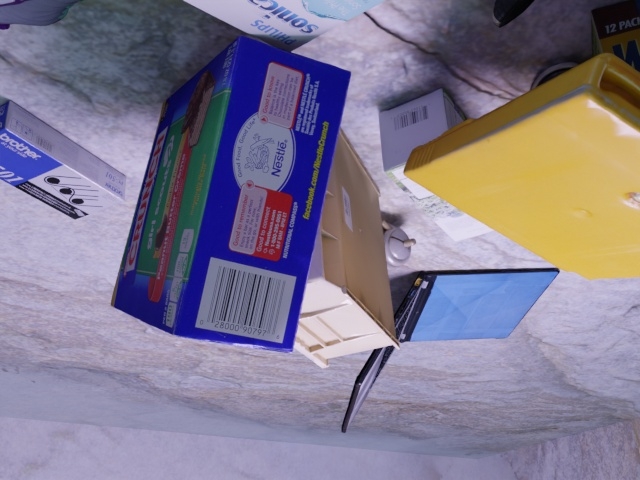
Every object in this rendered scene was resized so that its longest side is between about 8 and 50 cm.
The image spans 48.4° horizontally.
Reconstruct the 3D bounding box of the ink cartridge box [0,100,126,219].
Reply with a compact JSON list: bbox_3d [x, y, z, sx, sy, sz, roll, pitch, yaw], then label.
[{"bbox_3d":[-0.369,-0.100,0.955,0.097,0.046,0.207,-17,149,24],"label":"ink cartridge box"}]

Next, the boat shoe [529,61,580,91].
[{"bbox_3d":[0.305,-0.143,0.913,0.075,0.065,0.206,-6,152,6],"label":"boat shoe"}]

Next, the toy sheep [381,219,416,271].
[{"bbox_3d":[0.103,0.010,1.172,0.091,0.091,0.132,19,164,-36],"label":"toy sheep"}]

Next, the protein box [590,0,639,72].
[{"bbox_3d":[0.392,-0.134,0.791,0.136,0.201,0.200,-11,151,17],"label":"protein box"}]

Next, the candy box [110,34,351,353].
[{"bbox_3d":[-0.111,-0.037,0.752,0.122,0.268,0.317,14,173,-23],"label":"candy box"}]

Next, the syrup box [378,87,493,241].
[{"bbox_3d":[0.176,-0.093,0.965,0.093,0.096,0.237,-18,149,28],"label":"syrup box"}]

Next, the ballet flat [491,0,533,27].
[{"bbox_3d":[0.203,-0.275,0.688,0.057,0.049,0.173,-40,165,-24],"label":"ballet flat"}]

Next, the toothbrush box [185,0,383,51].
[{"bbox_3d":[0.017,-0.277,0.509,0.295,0.126,0.216,-21,165,30],"label":"toothbrush box"}]

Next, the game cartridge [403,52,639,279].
[{"bbox_3d":[0.274,-0.048,0.725,0.285,0.052,0.324,29,166,-15],"label":"game cartridge"}]

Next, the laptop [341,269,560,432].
[{"bbox_3d":[0.252,0.240,1.480,0.236,0.408,0.382,29,155,13],"label":"laptop"}]

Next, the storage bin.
[{"bbox_3d":[0.000,0.000,0.948,0.123,0.262,0.260,-13,151,18],"label":"storage bin"}]

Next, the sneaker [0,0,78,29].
[{"bbox_3d":[-0.245,-0.251,0.669,0.224,0.083,0.098,-5,174,15],"label":"sneaker"}]
